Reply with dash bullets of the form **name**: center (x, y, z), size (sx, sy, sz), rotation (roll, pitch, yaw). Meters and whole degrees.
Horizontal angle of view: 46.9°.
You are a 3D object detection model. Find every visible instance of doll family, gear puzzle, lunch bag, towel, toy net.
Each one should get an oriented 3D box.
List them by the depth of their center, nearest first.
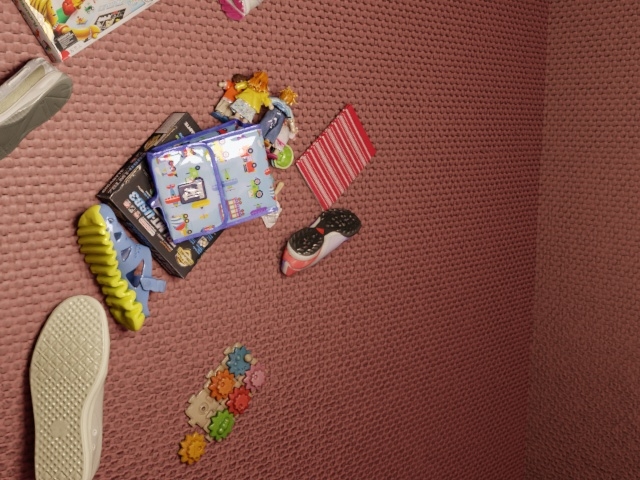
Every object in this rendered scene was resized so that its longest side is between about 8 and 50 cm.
- **lunch bag**: center (-0.274, -0.138, 1.746), size (0.293, 0.138, 0.221), rotation (-23, 114, -26)
- **doll family**: center (-0.139, -0.336, 1.896), size (0.263, 0.118, 0.163), rotation (36, 71, -28)
- **gear puzzle**: center (-0.269, 0.446, 1.976), size (0.339, 0.044, 0.175), rotation (-54, 128, -23)
- **toy net**: center (-0.137, -0.148, 2.002), size (0.122, 0.045, 0.232), rotation (-4, 100, -43)
- **towel**: center (0.048, -0.246, 2.172), size (0.275, 0.031, 0.199), rotation (-50, 129, -23)

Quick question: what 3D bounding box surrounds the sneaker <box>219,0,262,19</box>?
- **sneaker**: center (-0.209, -0.684, 1.820), size (0.111, 0.103, 0.252), rotation (-37, 127, -38)

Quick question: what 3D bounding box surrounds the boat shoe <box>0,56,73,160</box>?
- **boat shoe**: center (-0.647, -0.250, 1.477), size (0.320, 0.103, 0.118), rotation (-47, 170, -24)

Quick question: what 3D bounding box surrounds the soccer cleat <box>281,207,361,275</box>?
- **soccer cleat**: center (0.000, 0.000, 2.133), size (0.318, 0.108, 0.116), rotation (-32, 160, -47)

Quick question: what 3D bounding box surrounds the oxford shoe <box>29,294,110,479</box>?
- **oxford shoe**: center (-0.553, 0.346, 1.648), size (0.130, 0.169, 0.449), rotation (56, 37, -86)

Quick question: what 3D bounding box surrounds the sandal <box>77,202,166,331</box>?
- **sandal**: center (-0.451, 0.048, 1.698), size (0.138, 0.126, 0.317), rotation (-39, 130, -36)

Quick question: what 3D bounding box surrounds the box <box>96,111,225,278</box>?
- **box**: center (-0.344, -0.109, 1.797), size (0.293, 0.073, 0.295), rotation (-53, 128, -22)

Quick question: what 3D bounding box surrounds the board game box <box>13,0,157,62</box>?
- **board game box**: center (-0.501, -0.544, 1.590), size (0.305, 0.053, 0.193), rotation (-45, 124, -28)
